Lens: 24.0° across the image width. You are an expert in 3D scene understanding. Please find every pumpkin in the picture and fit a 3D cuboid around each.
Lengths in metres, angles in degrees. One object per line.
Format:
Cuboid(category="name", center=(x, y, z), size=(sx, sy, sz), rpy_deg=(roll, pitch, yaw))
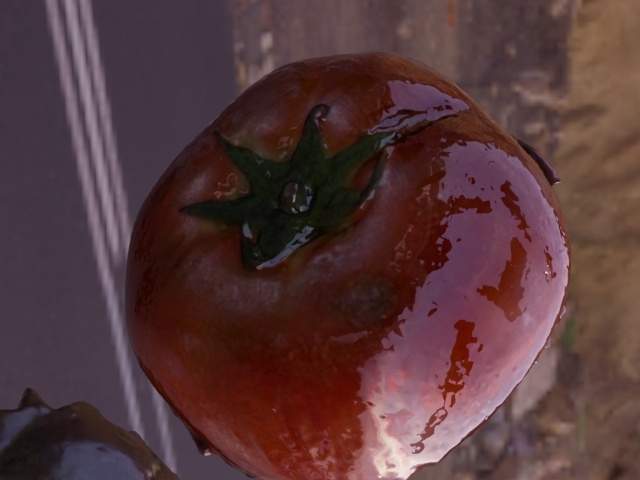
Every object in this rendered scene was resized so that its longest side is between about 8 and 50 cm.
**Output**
Cuboid(category="pumpkin", center=(-0.170, 0.193, 1.117), size=(0.149, 0.254, 0.130), rpy_deg=(4, -107, 66))

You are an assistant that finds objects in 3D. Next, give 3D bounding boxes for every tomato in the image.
Cuboid(category="tomato", center=(-0.001, 0.001, 0.696), size=(0.085, 0.225, 0.225), rpy_deg=(48, 41, -57))
